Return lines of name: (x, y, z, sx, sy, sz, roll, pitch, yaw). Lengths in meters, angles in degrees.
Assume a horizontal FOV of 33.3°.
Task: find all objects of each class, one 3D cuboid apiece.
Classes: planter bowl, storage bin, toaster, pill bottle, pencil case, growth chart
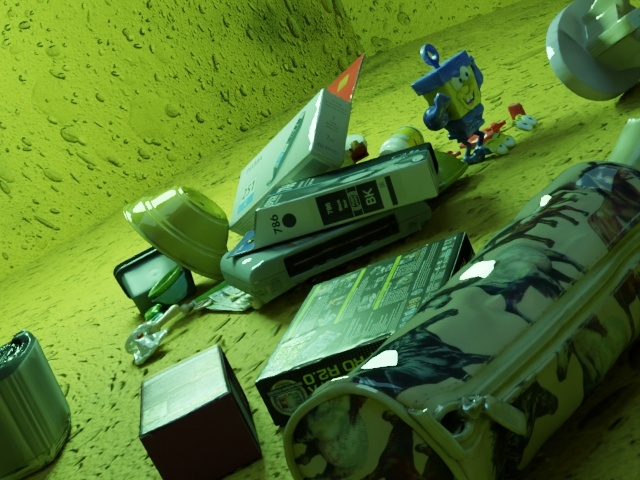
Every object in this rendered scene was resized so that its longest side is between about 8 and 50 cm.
planter bowl: (-0.226, -0.032, 1.854, 0.090, 0.217, 0.217, -55, 9, 11)
storage bin: (-0.282, 0.076, 1.885, 0.135, 0.098, 0.091, -27, 41, -5)
toaster: (-0.414, 0.224, 1.415, 0.129, 0.147, 0.227, -27, 13, 0)
pill bottle: (0.152, -0.172, 2.052, 0.065, 0.065, 0.116, -17, 16, 32)
pencil case: (0.162, 0.079, 0.865, 0.410, 0.160, 0.183, -37, 8, -38)
growth chart: (-0.099, 0.070, 1.696, 0.172, 0.021, 0.237, -34, 16, -34)

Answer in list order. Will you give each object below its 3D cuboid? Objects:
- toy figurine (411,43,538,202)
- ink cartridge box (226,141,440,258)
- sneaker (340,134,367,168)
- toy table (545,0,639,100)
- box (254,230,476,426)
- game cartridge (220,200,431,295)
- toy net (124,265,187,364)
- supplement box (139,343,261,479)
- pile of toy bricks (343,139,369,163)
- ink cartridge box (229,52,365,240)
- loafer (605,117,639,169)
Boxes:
toy figurine: (0.193, -0.219, 1.827, 0.191, 0.217, 0.362, -13, 18, 45)
ink cartridge box: (0.015, -0.064, 1.625, 0.332, 0.065, 0.165, -17, 12, 11)
sneaker: (0.028, -0.129, 2.046, 0.212, 0.094, 0.080, -25, 16, 45)
toy table: (0.502, -0.351, 1.757, 0.161, 0.252, 0.274, -35, 11, 46)
box: (0.064, 0.093, 1.218, 0.216, 0.060, 0.270, -22, 13, 20)
game cartridge: (0.000, 0.000, 1.635, 0.297, 0.062, 0.198, -23, 16, -17)
toy net: (-0.275, 0.129, 1.700, 0.122, 0.045, 0.232, -36, 15, 21)
supplement box: (-0.133, 0.191, 1.163, 0.104, 0.081, 0.188, -26, 13, -3)
pile of toy bricks: (0.012, -0.108, 1.886, 0.212, 0.118, 0.105, -29, -26, 0)
ink cartridge box: (-0.044, -0.171, 1.863, 0.296, 0.066, 0.261, -39, 32, 48)
loafer: (0.387, -0.100, 1.281, 0.268, 0.092, 0.102, -31, 14, -23)
